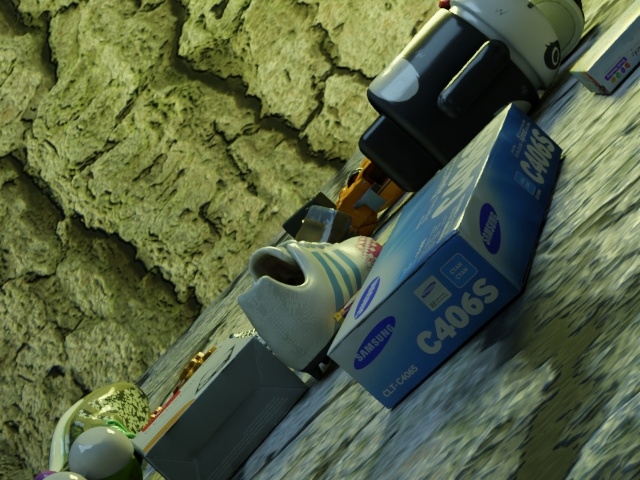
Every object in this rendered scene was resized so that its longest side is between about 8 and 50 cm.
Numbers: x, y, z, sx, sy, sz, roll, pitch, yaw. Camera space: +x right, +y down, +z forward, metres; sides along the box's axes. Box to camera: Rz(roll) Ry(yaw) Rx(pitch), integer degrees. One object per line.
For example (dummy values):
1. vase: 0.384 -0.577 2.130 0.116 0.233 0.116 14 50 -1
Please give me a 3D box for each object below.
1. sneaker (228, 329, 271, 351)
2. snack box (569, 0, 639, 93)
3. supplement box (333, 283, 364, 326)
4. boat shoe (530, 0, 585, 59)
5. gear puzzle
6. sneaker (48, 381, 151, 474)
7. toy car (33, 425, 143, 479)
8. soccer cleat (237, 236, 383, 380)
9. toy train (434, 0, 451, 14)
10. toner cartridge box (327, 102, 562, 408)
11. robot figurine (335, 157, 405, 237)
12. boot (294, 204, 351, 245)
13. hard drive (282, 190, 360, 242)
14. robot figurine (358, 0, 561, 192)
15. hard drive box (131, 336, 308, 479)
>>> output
1. sneaker: -0.104 0.152 2.245 0.135 0.058 0.052 -45 5 15
2. snack box: 0.324 -0.214 1.595 0.141 0.037 0.100 -47 4 4
3. supplement box: 0.057 0.066 1.623 0.083 0.043 0.055 -47 3 -2
4. boat shoe: 0.223 -0.234 2.113 0.340 0.127 0.113 -42 6 33
5. gear puzzle: -0.225 0.241 2.383 0.175 0.044 0.339 -50 -3 -26
6. sneaker: -0.282 0.317 2.128 0.182 0.158 0.410 -33 18 26
7. toy car: -0.277 0.306 1.755 0.136 0.159 0.182 0 33 29
8. soccer cleat: -0.006 0.040 1.797 0.116 0.143 0.331 -46 5 19
9. toy train: 0.298 -0.316 2.327 0.248 0.105 0.143 -5 2 -44
10. toner cartridge box: 0.121 0.003 1.398 0.165 0.075 0.348 -46 5 25
11. robot figurine: 0.135 -0.135 2.323 0.291 0.085 0.211 -47 5 10
12. boot: 0.000 0.000 2.282 0.106 0.082 0.219 -67 15 2
13. hard drive: 0.001 -0.019 2.473 0.022 0.094 0.135 -51 6 -31
14. robot figurine: 0.173 -0.186 1.929 0.278 0.173 0.209 -47 40 1
15. hard drive box: -0.122 0.206 1.797 0.181 0.089 0.232 -47 5 -11
